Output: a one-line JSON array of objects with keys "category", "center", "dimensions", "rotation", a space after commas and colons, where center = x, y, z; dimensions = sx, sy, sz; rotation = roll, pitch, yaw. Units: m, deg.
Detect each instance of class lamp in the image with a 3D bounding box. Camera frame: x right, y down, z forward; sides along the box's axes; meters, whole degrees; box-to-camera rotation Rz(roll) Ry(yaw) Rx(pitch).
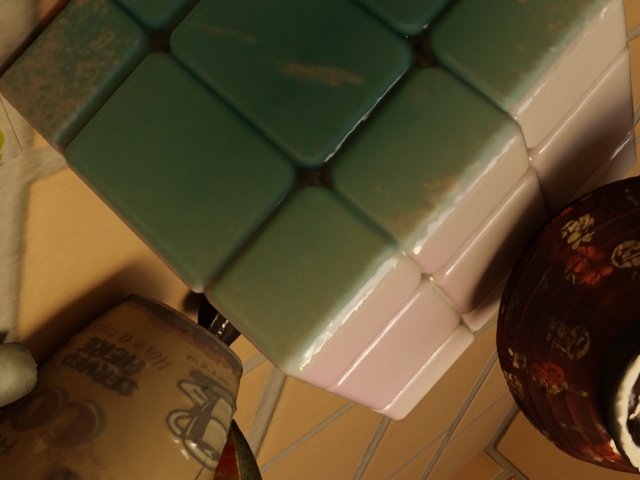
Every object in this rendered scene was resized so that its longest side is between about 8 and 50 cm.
[{"category": "lamp", "center": [0.249, 0.060, 0.783], "dimensions": [0.247, 0.247, 0.247], "rotation": [-40, 157, -21]}]

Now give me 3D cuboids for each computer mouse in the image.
[{"category": "computer mouse", "center": [-0.094, 0.064, 1.220], "dimensions": [0.172, 0.057, 0.099], "rotation": [-39, 158, -52]}]

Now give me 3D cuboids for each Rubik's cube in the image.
[{"category": "Rubik's cube", "center": [0.020, -0.089, 0.816], "dimensions": [0.316, 0.322, 0.319], "rotation": [-47, 157, 1]}]

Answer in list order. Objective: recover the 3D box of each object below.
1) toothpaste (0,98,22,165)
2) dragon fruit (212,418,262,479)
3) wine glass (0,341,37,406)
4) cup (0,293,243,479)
[{"category": "toothpaste", "center": [-0.259, -0.128, 0.553], "dimensions": [0.110, 0.077, 0.327], "rotation": [-42, 158, -21]}, {"category": "dragon fruit", "center": [-0.146, 0.307, 1.249], "dimensions": [0.130, 0.295, 0.268], "rotation": [-7, 111, -24]}, {"category": "wine glass", "center": [-0.325, 0.131, 0.883], "dimensions": [0.198, 0.066, 0.066], "rotation": [-13, 139, -55]}, {"category": "cup", "center": [-0.207, 0.199, 1.065], "dimensions": [0.257, 0.227, 0.301], "rotation": [-55, -168, -19]}]
